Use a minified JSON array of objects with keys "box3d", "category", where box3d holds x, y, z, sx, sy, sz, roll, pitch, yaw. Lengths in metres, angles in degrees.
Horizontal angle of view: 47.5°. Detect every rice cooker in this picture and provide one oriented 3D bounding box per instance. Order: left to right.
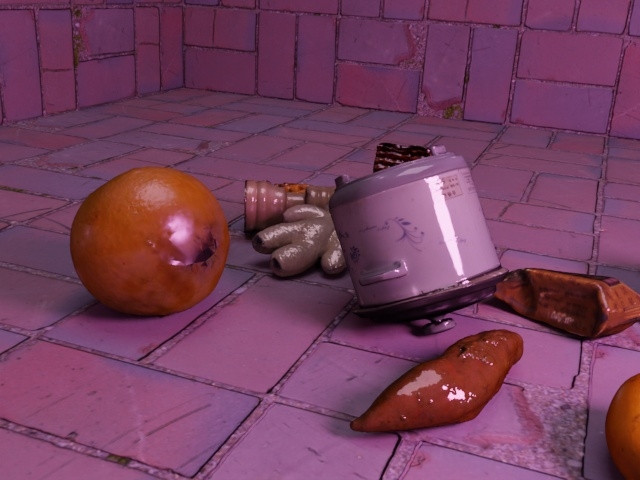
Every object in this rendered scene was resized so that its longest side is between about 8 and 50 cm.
[{"box3d":[0.159,0.010,1.203,0.264,0.316,0.317,-18,4,38],"category":"rice cooker"}]

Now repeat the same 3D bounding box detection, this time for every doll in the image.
[{"box3d":[-0.002,-0.003,1.489,0.278,0.175,0.149,-18,-11,-27],"category":"doll"}]

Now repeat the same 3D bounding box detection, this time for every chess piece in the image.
[{"box3d":[-0.017,-0.074,1.631,0.308,0.138,0.124,1,42,-4],"category":"chess piece"}]

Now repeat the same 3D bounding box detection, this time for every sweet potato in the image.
[{"box3d":[0.196,0.189,0.991,0.355,0.095,0.106,-17,0,-42],"category":"sweet potato"}]

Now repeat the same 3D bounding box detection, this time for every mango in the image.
[{"box3d":[0.417,0.234,0.867,0.145,0.112,0.219,14,27,22],"category":"mango"}]

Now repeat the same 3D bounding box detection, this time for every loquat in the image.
[{"box3d":[-0.280,0.001,1.207,0.263,0.262,0.263,3,20,-1],"category":"loquat"}]

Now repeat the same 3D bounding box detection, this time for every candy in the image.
[{"box3d":[0.413,0.097,1.275,0.143,0.101,0.271,-6,15,-40],"category":"candy"}]

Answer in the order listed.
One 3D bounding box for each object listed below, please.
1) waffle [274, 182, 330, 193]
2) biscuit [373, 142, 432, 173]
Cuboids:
[{"box3d":[-0.021,-0.088,1.797,0.238,0.058,0.243,5,22,-5],"category":"waffle"},{"box3d":[0.197,-0.089,1.495,0.107,0.073,0.388,10,-16,19],"category":"biscuit"}]
